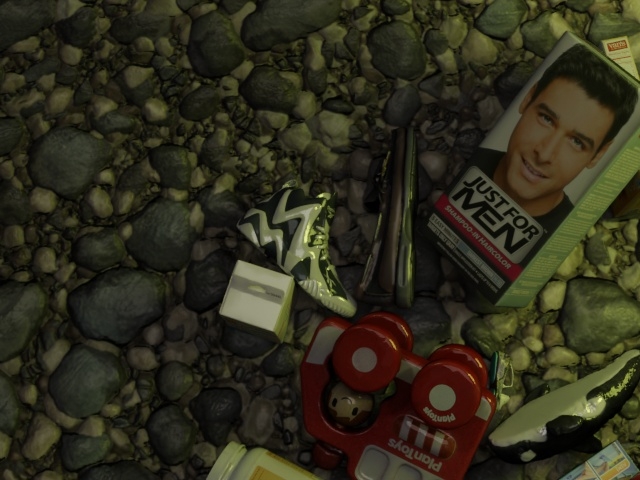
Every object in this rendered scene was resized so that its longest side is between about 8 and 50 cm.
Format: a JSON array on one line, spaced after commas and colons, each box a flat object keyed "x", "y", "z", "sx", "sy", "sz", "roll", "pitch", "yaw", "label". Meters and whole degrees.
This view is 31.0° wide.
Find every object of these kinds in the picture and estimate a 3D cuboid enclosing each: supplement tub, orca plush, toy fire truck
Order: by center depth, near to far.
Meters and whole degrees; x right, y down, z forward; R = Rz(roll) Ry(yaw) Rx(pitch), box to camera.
[{"x": -0.070, "y": 0.394, "z": 1.697, "sx": 0.200, "sy": 0.144, "sz": 0.144, "roll": 26, "pitch": 80, "yaw": 10, "label": "supplement tub"}, {"x": 0.103, "y": 0.257, "z": 1.722, "sx": 0.302, "sy": 0.169, "sz": 0.253, "roll": 24, "pitch": 99, "yaw": 9, "label": "toy fire truck"}, {"x": 0.393, "y": 0.265, "z": 1.730, "sx": 0.287, "sy": 0.151, "sz": 0.102, "roll": -35, "pitch": 107, "yaw": -21, "label": "orca plush"}]

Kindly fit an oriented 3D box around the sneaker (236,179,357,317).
[{"x": 0.000, "y": 0.000, "z": 1.812, "sx": 0.235, "sy": 0.094, "sz": 0.153, "roll": 41, "pitch": 87, "yaw": 17, "label": "sneaker"}]

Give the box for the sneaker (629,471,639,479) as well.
[{"x": 0.562, "y": 0.338, "z": 1.695, "sx": 0.221, "sy": 0.128, "sz": 0.087, "roll": -11, "pitch": 100, "yaw": 14, "label": "sneaker"}]

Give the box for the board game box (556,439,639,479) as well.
[{"x": 0.399, "y": 0.410, "z": 1.717, "sx": 0.201, "sy": 0.035, "sz": 0.136, "roll": -33, "pitch": 76, "yaw": -4, "label": "board game box"}]

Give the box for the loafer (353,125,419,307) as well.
[{"x": 0.103, "y": -0.042, "z": 1.803, "sx": 0.095, "sy": 0.109, "sz": 0.302, "roll": 0, "pitch": 69, "yaw": 10, "label": "loafer"}]

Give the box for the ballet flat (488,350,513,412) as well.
[{"x": 0.274, "y": 0.228, "z": 1.769, "sx": 0.041, "sy": 0.041, "sz": 0.114, "roll": 13, "pitch": 79, "yaw": 7, "label": "ballet flat"}]

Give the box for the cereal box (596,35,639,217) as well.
[{"x": 0.463, "y": -0.172, "z": 1.782, "sx": 0.047, "sy": 0.173, "sz": 0.240, "roll": -12, "pitch": 75, "yaw": -3, "label": "cereal box"}]

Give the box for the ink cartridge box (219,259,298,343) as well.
[{"x": -0.094, "y": 0.094, "z": 1.770, "sx": 0.092, "sy": 0.143, "sz": 0.089, "roll": 17, "pitch": 78, "yaw": 8, "label": "ink cartridge box"}]

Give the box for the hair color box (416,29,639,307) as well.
[{"x": 0.332, "y": -0.098, "z": 1.703, "sx": 0.185, "sy": 0.114, "sz": 0.374, "roll": 47, "pitch": 111, "yaw": 29, "label": "hair color box"}]
